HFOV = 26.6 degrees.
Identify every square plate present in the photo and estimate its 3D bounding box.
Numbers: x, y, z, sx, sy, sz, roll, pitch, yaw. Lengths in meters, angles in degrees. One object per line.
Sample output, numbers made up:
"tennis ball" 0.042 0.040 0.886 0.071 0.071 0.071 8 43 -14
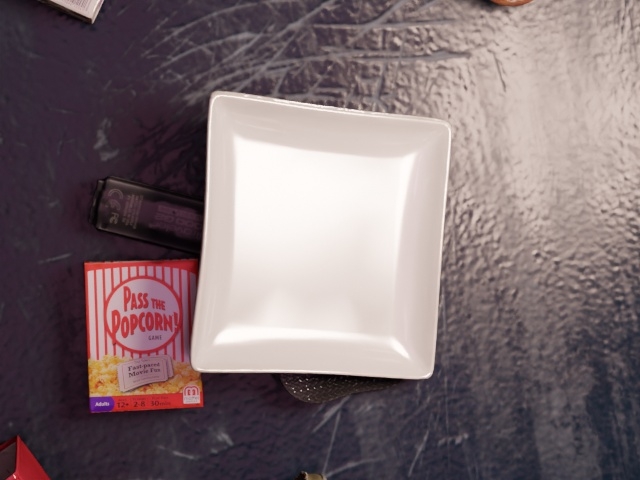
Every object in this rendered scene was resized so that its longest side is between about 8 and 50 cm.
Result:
"square plate" 0.000 0.000 1.740 0.344 0.049 0.347 5 90 -26

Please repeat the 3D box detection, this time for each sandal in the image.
"sandal" 0.025 0.177 1.798 0.179 0.040 0.067 -2 98 -23

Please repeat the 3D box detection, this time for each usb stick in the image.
"usb stick" -0.159 -0.018 1.756 0.278 0.045 0.077 14 95 -9

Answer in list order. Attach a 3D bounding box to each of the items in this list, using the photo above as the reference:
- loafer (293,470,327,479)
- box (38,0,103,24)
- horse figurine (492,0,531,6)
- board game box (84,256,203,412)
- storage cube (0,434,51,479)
"loafer" -0.090 0.390 1.755 0.087 0.094 0.251 44 86 -12
"box" -0.421 -0.368 1.695 0.324 0.063 0.067 23 87 -9
"horse figurine" 0.291 -0.409 1.800 0.174 0.066 0.263 32 85 -2
"board game box" -0.229 0.120 1.750 0.147 0.045 0.193 -3 92 -8
"storage cube" -0.392 0.385 1.654 0.184 0.215 0.193 -34 102 -6
